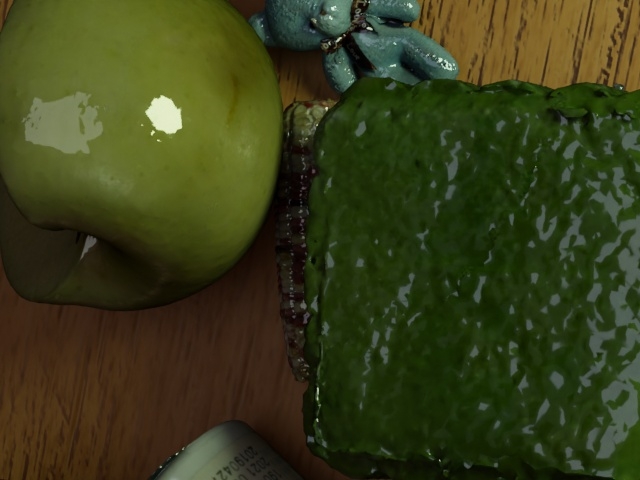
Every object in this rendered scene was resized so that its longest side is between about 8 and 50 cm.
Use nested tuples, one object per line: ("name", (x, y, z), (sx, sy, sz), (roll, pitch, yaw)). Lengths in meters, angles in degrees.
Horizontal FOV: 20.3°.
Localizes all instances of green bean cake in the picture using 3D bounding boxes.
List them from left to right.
("green bean cake", (0.162, 0.032, 1.377), (0.319, 0.218, 0.335), (6, 87, 25))

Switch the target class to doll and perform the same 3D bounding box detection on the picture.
("doll", (0.026, -0.174, 1.486), (0.180, 0.075, 0.120), (40, 105, 16))

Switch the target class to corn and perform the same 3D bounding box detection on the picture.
("corn", (0.000, 0.000, 1.496), (0.079, 0.079, 0.237), (-2, 90, 19))

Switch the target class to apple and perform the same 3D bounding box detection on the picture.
("apple", (-0.145, -0.086, 1.444), (0.233, 0.295, 0.257), (12, 60, -5))

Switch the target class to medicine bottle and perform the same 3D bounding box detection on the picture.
("medicine bottle", (-0.026, 0.279, 1.465), (0.258, 0.143, 0.143), (43, 103, 16))

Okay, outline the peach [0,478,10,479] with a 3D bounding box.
("peach", (-0.271, 0.375, 1.463), (0.370, 0.370, 0.370), (0, 89, 19))
